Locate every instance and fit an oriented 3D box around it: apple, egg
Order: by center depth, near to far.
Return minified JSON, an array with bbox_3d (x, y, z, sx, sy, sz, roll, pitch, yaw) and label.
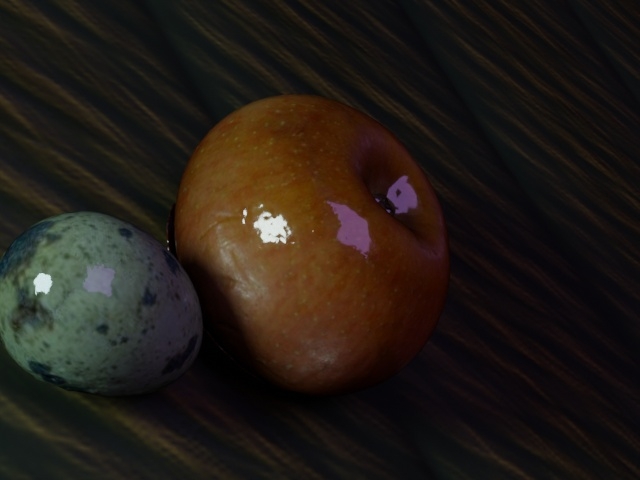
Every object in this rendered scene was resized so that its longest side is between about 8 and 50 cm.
[{"bbox_3d":[-0.170,0.054,0.794,0.182,0.141,0.141,34,44,-39],"label":"egg"},{"bbox_3d":[0.000,0.000,0.915,0.251,0.206,0.272,9,55,-37],"label":"apple"}]
